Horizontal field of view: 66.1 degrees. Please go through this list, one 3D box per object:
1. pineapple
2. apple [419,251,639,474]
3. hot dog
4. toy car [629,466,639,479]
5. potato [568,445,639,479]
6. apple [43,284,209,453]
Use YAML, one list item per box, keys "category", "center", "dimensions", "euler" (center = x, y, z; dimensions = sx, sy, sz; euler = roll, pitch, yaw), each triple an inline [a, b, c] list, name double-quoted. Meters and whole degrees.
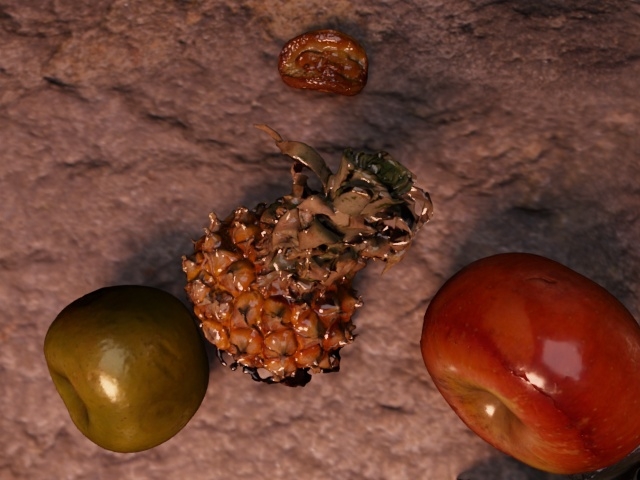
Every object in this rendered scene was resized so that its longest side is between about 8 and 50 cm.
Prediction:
- category: "pineapple"
  center: [0.000, 0.000, 0.561]
  dimensions: [0.263, 0.271, 0.262]
  euler: [18, 49, -22]
- category: "apple"
  center: [0.261, 0.140, 0.597]
  dimensions: [0.272, 0.251, 0.206]
  euler: [41, 69, 19]
- category: "hot dog"
  center: [0.005, -0.280, 0.783]
  dimensions: [0.147, 0.065, 0.099]
  euler: [10, 83, -5]
- category: "toy car"
  center: [0.414, 0.371, 0.641]
  dimensions: [0.205, 0.056, 0.095]
  euler: [-45, 97, -8]
- category: "potato"
  center: [0.434, 0.242, 0.684]
  dimensions: [0.261, 0.100, 0.120]
  euler: [-28, 42, 2]
- category: "apple"
  center: [-0.222, 0.145, 0.581]
  dimensions: [0.157, 0.196, 0.196]
  euler: [-24, 77, -37]
